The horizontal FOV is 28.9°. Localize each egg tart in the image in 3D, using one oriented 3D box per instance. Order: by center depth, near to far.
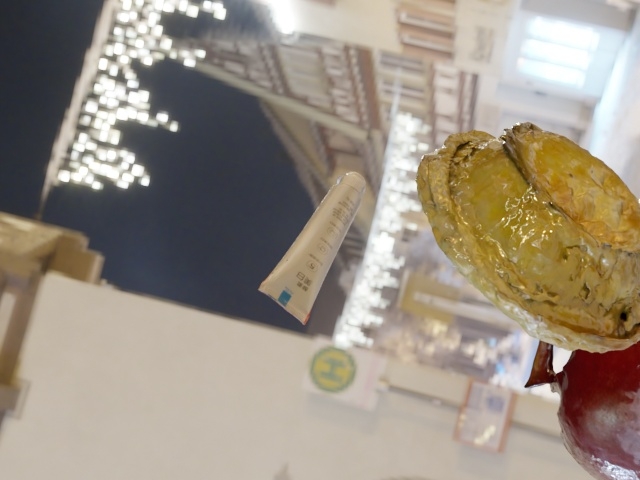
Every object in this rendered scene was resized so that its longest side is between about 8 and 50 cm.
[{"bbox_3d":[0.152,-0.012,0.811,0.074,0.191,0.191,-51,8,33],"label":"egg tart"}]

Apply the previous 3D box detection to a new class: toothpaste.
[{"bbox_3d":[0.000,0.000,1.066,0.031,0.048,0.190,-45,10,41],"label":"toothpaste"}]

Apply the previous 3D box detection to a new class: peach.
[{"bbox_3d":[0.469,0.134,1.494,0.335,0.310,0.406,25,-88,-42],"label":"peach"}]
